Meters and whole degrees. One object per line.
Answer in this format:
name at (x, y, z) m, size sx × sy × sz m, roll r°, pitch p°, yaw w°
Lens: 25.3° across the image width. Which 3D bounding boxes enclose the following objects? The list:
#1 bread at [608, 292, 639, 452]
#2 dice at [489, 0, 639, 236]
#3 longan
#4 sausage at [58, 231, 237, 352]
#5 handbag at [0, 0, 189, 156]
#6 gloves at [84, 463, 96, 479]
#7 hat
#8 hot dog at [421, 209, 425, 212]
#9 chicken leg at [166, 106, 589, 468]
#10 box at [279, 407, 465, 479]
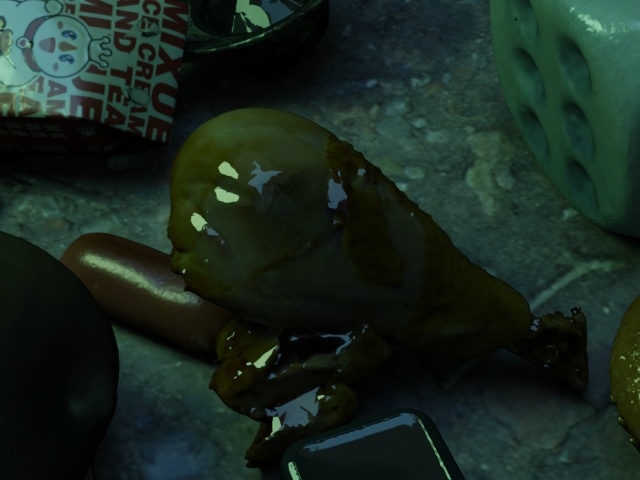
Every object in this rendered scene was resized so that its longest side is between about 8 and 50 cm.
bread at (0.351, 0.124, 1.180) m, size 0.240 × 0.139 × 0.240 m, roll -1°, pitch 48°, yaw 2°
dice at (0.331, -0.182, 1.355) m, size 0.263 × 0.268 × 0.264 m, roll -23°, pitch 47°, yaw -11°
longan at (-0.311, 0.133, 1.111) m, size 0.288 × 0.288 × 0.350 m, roll 17°, pitch 49°, yaw 17°
sausage at (-0.156, 0.046, 1.318) m, size 0.194 × 0.077 × 0.077 m, roll 22°, pitch 52°, yaw 17°
handbag at (-0.284, -0.180, 1.440) m, size 0.298 × 0.151 × 0.171 m, roll 1°, pitch 77°, yaw 6°
gloves at (-0.219, 0.209, 1.205) m, size 0.064 × 0.026 × 0.086 m, roll -35°, pitch 44°, yaw -19°
hat at (-0.062, -0.254, 1.549) m, size 0.266 × 0.128 × 0.265 m, roll -12°, pitch 46°, yaw 13°
hot dog at (0.000, 0.000, 1.340) m, size 0.250 × 0.076 × 0.104 m, roll 9°, pitch 92°, yaw 1°
chicken leg at (0.038, 0.073, 1.229) m, size 0.409 × 0.182 × 0.295 m, roll 21°, pitch 84°, yaw -13°
box at (0.057, 0.237, 1.125) m, size 0.145 × 0.090 × 0.201 m, roll -15°, pitch 49°, yaw -12°
